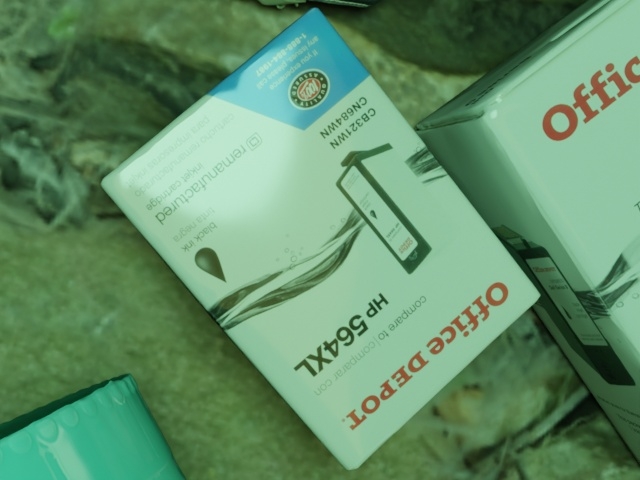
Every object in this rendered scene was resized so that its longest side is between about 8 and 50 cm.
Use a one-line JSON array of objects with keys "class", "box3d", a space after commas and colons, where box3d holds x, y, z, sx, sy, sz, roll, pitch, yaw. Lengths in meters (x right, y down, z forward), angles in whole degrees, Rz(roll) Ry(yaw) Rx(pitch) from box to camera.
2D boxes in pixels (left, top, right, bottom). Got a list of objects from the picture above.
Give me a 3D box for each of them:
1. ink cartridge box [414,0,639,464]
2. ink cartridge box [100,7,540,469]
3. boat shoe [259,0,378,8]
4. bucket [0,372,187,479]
[{"class": "ink cartridge box", "box3d": [0.228, -0.015, 0.552, 0.211, 0.121, 0.289, -37, 99, -8]}, {"class": "ink cartridge box", "box3d": [0.000, 0.000, 0.522, 0.148, 0.086, 0.203, -42, 99, -8]}, {"class": "boat shoe", "box3d": [-0.029, -0.156, 0.532, 0.137, 0.049, 0.043, 12, 132, -15]}, {"class": "bucket", "box3d": [-0.158, 0.190, 0.408, 0.281, 0.281, 0.183, -25, 89, -10]}]
